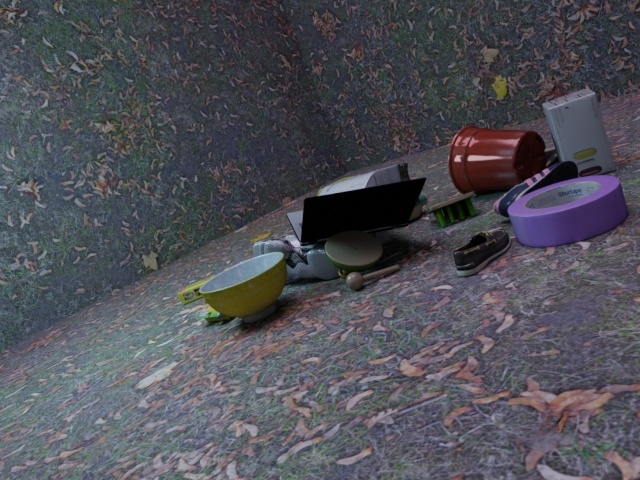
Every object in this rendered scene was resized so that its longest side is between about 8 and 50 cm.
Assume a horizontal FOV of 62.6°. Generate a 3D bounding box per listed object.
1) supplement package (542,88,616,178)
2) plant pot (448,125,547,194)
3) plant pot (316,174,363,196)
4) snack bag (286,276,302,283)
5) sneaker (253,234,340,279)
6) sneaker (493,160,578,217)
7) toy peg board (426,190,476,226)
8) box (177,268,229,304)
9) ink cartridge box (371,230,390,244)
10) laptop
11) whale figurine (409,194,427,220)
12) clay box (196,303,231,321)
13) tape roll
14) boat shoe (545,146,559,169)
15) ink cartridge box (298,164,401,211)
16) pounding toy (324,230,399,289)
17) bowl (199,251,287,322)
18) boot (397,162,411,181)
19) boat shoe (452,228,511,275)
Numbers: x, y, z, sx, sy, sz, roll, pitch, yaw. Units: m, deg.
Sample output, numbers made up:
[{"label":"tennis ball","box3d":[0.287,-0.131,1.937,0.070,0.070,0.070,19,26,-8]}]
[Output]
[{"label":"supplement package","box3d":[0.864,-0.353,1.768,0.145,0.262,0.204,-18,13,22]},{"label":"plant pot","box3d":[0.666,-0.299,1.953,0.272,0.273,0.265,-29,21,-30]},{"label":"plant pot","box3d":[0.128,-0.184,2.493,0.227,0.207,0.228,-28,12,-24]},{"label":"snack bag","box3d":[-0.106,0.105,2.037,0.342,0.037,0.323,-20,11,6]},{"label":"sneaker","box3d":[-0.047,0.035,1.869,0.365,0.138,0.210,6,26,28]},{"label":"sneaker","box3d":[0.672,-0.164,1.644,0.318,0.112,0.131,-27,15,-26]},{"label":"toy peg board","box3d":[0.471,-0.103,1.874,0.161,0.079,0.160,-20,-4,6]},{"label":"box","box3d":[-0.491,0.198,2.261,0.232,0.058,0.087,-23,12,-1]},{"label":"ink cartridge box","box3d":[0.170,-0.035,1.987,0.061,0.105,0.181,-26,12,-29]},{"label":"laptop","box3d":[0.096,-0.139,1.766,0.381,0.237,0.408,-10,28,-11]},{"label":"whale figurine","box3d":[0.329,-0.158,2.168,0.216,0.141,0.272,-17,12,23]},{"label":"clay box","box3d":[-0.323,0.212,1.845,0.127,0.053,0.222,-13,27,39]},{"label":"tape roll","box3d":[0.641,-0.079,1.376,0.274,0.090,0.275,-21,13,5]},{"label":"boat shoe","box3d":[0.919,-0.319,2.036,0.232,0.084,0.079,-20,48,-26]},{"label":"ink cartridge box","box3d":[0.093,-0.205,2.144,0.384,0.091,0.308,-18,5,-41]},{"label":"pounding toy","box3d":[0.115,0.078,1.653,0.182,0.110,0.237,-15,40,-19]},{"label":"bowl","box3d":[-0.221,0.166,1.669,0.289,0.156,0.289,-21,11,4]},{"label":"boot","box3d":[0.372,-0.279,2.584,0.083,0.161,0.246,-12,15,42]},{"label":"boat shoe","box3d":[0.427,0.015,1.386,0.227,0.069,0.081,-31,15,-38]}]
